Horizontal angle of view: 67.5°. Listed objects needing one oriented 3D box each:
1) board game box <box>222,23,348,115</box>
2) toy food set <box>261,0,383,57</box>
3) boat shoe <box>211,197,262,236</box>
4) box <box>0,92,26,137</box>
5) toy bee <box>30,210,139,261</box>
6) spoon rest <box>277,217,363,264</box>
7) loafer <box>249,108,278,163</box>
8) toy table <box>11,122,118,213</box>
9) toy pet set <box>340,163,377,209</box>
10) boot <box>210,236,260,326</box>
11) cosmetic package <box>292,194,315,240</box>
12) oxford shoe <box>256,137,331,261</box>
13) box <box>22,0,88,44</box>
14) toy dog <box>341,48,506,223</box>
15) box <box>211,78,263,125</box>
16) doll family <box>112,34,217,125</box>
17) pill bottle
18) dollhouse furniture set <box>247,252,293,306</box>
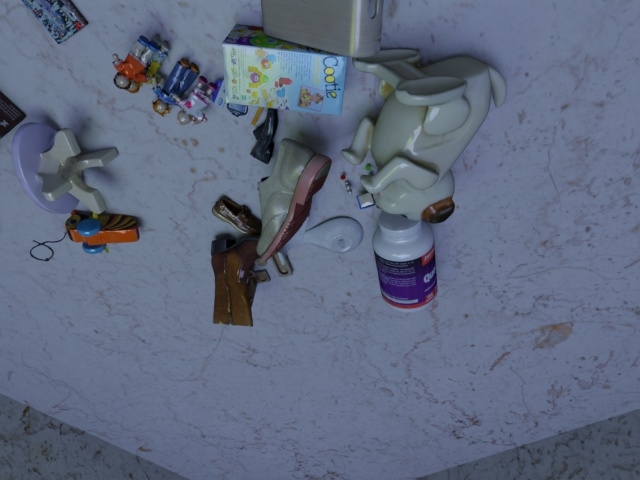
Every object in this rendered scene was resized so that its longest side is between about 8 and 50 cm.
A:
[{"bbox_3d":[-0.076,-0.403,1.129,0.275,0.142,0.144,7,130,1],"label":"board game box"},{"bbox_3d":[-0.006,-0.525,0.985,0.306,0.092,0.220,25,136,27],"label":"toy food set"},{"bbox_3d":[-0.246,-0.072,1.480,0.178,0.064,0.060,29,129,-15],"label":"boat shoe"},{"bbox_3d":[-1.035,-0.299,1.327,0.381,0.143,0.191,-23,124,25],"label":"box"},{"bbox_3d":[-0.739,-0.048,1.520,0.298,0.162,0.195,7,127,-33],"label":"toy bee"},{"bbox_3d":[0.000,0.000,1.519,0.276,0.084,0.137,-14,130,1],"label":"spoon rest"},{"bbox_3d":[-0.154,-0.285,1.293,0.061,0.062,0.170,17,129,-2],"label":"loafer"},{"bbox_3d":[-0.708,-0.192,1.335,0.160,0.252,0.274,9,141,21],"label":"toy table"},{"bbox_3d":[0.135,-0.155,1.387,0.122,0.065,0.114,-17,92,16],"label":"toy pet set"},{"bbox_3d":[-0.238,0.131,1.506,0.264,0.281,0.096,-5,175,21],"label":"boot"},{"bbox_3d":[-0.080,-0.119,1.410,0.117,0.085,0.231,12,132,-4],"label":"cosmetic package"},{"bbox_3d":[-0.107,-0.105,1.311,0.146,0.140,0.397,36,126,7],"label":"oxford shoe"},{"bbox_3d":[-0.638,-0.553,1.138,0.094,0.027,0.137,-21,125,21],"label":"box"},{"bbox_3d":[0.241,-0.238,1.188,0.395,0.284,0.408,-20,134,-26],"label":"toy dog"},{"bbox_3d":[-0.216,-0.367,1.251,0.136,0.028,0.081,26,128,-13],"label":"box"},{"bbox_3d":[-0.396,-0.398,1.205,0.263,0.118,0.163,29,119,-36],"label":"doll family"},{"bbox_3d":[0.258,0.056,1.456,0.181,0.181,0.323,-6,130,11],"label":"pill bottle"},{"bbox_3d":[-0.182,0.122,1.598,0.151,0.123,0.144,-9,129,14],"label":"dollhouse furniture set"}]
